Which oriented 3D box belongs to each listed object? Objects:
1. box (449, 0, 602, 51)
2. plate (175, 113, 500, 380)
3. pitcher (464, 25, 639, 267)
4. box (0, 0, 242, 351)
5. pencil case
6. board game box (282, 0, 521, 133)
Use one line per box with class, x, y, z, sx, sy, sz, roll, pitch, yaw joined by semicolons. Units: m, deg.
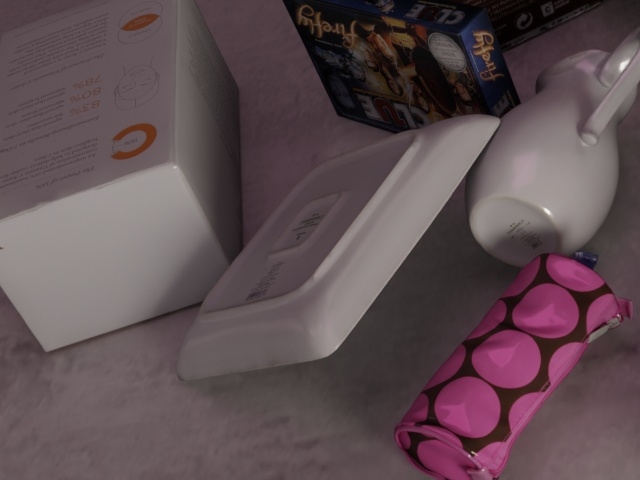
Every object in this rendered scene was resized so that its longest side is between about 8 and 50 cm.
box;0.166;-0.322;1.720;0.168;0.167;0.203;-25;38;2
plate;0.000;0.000;1.456;0.278;0.045;0.277;-53;19;-27
pitcher;0.216;-0.087;1.430;0.207;0.125;0.178;-58;5;-38
box;-0.207;-0.088;1.671;0.215;0.168;0.345;-18;38;11
pencil case;0.153;0.104;1.307;0.098;0.095;0.209;28;64;28
board game box;0.082;-0.167;1.596;0.243;0.165;0.042;21;58;45
